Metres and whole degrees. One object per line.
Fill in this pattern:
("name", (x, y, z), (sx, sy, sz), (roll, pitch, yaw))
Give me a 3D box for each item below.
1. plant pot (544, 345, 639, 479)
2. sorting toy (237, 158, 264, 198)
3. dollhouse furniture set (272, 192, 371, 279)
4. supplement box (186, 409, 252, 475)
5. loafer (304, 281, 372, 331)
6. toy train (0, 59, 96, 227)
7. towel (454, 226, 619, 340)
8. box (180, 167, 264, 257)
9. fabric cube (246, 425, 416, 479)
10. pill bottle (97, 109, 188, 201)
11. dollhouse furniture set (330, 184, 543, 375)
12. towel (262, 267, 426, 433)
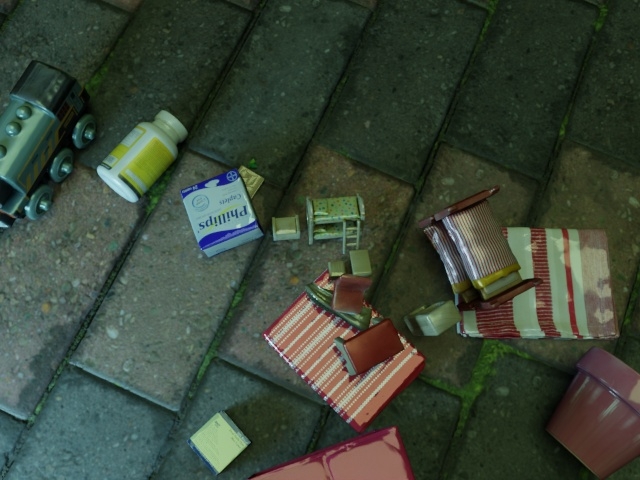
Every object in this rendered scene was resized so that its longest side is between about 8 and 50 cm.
("plant pot", (0.521, 0.325, 1.156), (0.201, 0.201, 0.180), (43, 91, 10))
("sorting toy", (-0.151, -0.133, 1.342), (0.062, 0.012, 0.083), (30, 76, 10))
("dollhouse furniture set", (0.000, 0.000, 1.244), (0.181, 0.101, 0.161), (-5, 59, -5))
("supplement box", (-0.184, 0.370, 1.162), (0.083, 0.056, 0.083), (-42, 79, -14))
("loafer", (0.037, 0.121, 1.224), (0.148, 0.056, 0.050), (34, 76, -1))
("toy train", (-0.569, -0.190, 1.243), (0.142, 0.190, 0.334), (24, 73, 5))
("towel", (0.439, 0.084, 1.297), (0.328, 0.037, 0.237), (1, 72, -3))
("box", (-0.198, -0.055, 1.278), (0.126, 0.072, 0.137), (-22, 76, -3))
("fabric cube", (0.040, 0.474, 1.042), (0.258, 0.254, 0.258), (-17, 73, -8))
("pill bottle", (-0.360, -0.176, 1.296), (0.103, 0.103, 0.184), (37, 74, 8))
("dollhouse furniture set", (0.187, 0.074, 1.155), (0.373, 0.152, 0.201), (-26, 88, -17))
("towel", (0.048, 0.213, 1.238), (0.275, 0.031, 0.199), (43, 77, 11))
